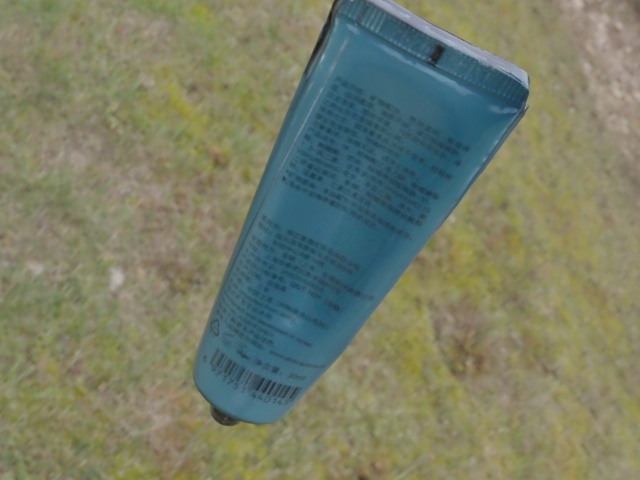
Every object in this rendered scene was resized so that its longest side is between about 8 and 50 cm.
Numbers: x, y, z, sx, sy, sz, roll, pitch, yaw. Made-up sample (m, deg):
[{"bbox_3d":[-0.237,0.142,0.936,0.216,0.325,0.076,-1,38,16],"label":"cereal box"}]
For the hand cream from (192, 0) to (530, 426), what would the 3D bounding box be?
[{"bbox_3d":[0.000,0.000,0.591,0.083,0.224,0.048,29,36,-3],"label":"hand cream"}]
